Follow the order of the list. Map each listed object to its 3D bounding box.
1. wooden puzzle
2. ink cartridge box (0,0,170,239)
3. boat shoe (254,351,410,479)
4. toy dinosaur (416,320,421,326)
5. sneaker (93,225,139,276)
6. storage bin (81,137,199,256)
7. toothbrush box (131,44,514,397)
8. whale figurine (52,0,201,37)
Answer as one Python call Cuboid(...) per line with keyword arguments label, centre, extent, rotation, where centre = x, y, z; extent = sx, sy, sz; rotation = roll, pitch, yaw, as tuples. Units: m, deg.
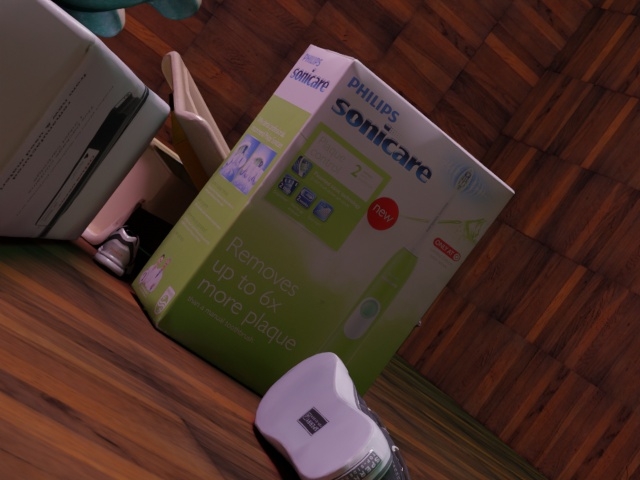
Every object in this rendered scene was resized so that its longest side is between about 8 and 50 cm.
Cuboid(label="wooden puzzle", centre=(-0.105, -0.067, 1.223), extent=(0.221, 0.044, 0.238), rotation=(63, -1, -26))
Cuboid(label="ink cartridge box", centre=(-0.295, -0.146, 0.936), extent=(0.285, 0.166, 0.395), rotation=(37, -1, 0))
Cuboid(label="boat shoe", centre=(0.015, 0.144, 0.838), extent=(0.076, 0.080, 0.228), rotation=(54, -8, -14))
Cuboid(label="toy dinosaur", centre=(-0.007, 0.046, 1.369), extent=(0.218, 0.322, 0.164), rotation=(34, -42, -32))
Cuboid(label="sneaker", centre=(-0.191, 0.008, 1.155), extent=(0.040, 0.043, 0.109), rotation=(34, -1, -9))
Cuboid(label="storage bin", centre=(-0.236, -0.074, 1.359), extent=(0.260, 0.123, 0.262), rotation=(37, 0, 22))
Cuboid(label="toothbrush box", centre=(0.000, 0.000, 1.081), extent=(0.206, 0.283, 0.122), rotation=(37, -1, -25))
Cuboid(label="whale figurine", centre=(-0.200, -0.239, 0.977), extent=(0.216, 0.141, 0.272), rotation=(38, -25, -7))
